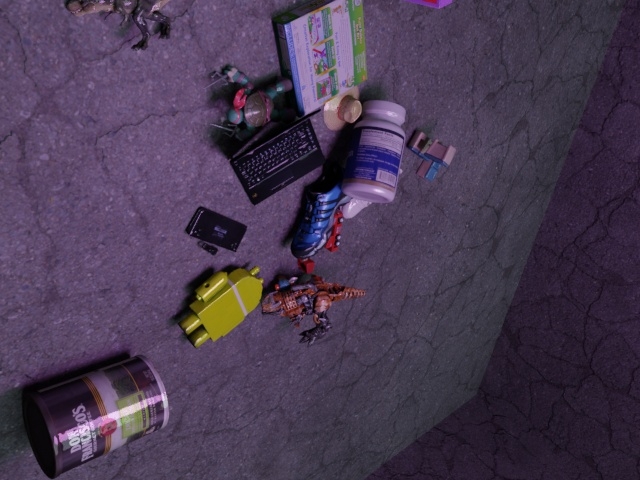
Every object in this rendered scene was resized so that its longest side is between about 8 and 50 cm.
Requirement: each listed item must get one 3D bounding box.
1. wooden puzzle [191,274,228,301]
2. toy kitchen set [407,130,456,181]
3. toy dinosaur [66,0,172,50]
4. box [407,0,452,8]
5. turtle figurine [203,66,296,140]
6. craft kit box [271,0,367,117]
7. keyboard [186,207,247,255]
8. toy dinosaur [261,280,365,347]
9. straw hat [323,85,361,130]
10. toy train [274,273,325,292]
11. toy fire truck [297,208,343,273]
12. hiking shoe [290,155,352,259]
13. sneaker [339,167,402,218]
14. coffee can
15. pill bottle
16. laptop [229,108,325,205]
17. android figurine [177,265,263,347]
[{"bbox_3d":[-0.298,0.135,1.597,0.116,0.014,0.078,-49,143,-9],"label":"wooden puzzle"},{"bbox_3d":[0.388,-0.260,1.926,0.207,0.166,0.122,18,103,-52],"label":"toy kitchen set"},{"bbox_3d":[-0.329,-0.431,1.087,0.268,0.064,0.118,-31,131,-33],"label":"toy dinosaur"},{"bbox_3d":[0.163,-0.646,1.267,0.057,0.293,0.200,-36,140,-34],"label":"box"},{"bbox_3d":[-0.159,-0.306,1.333,0.234,0.118,0.175,-25,134,-43],"label":"turtle figurine"},{"bbox_3d":[0.008,-0.470,1.435,0.247,0.061,0.249,-33,138,-24],"label":"craft kit box"},{"bbox_3d":[-0.274,-0.015,1.502,0.180,0.023,0.108,25,91,-52],"label":"keyboard"},{"bbox_3d":[-0.020,0.200,1.760,0.322,0.164,0.218,7,137,-5],"label":"toy dinosaur"},{"bbox_3d":[0.079,-0.362,1.591,0.145,0.061,0.144,-29,136,-32],"label":"straw hat"},{"bbox_3d":[-0.071,0.126,1.787,0.125,0.046,0.166,-31,154,28],"label":"toy train"},{"bbox_3d":[0.000,0.000,1.796,0.135,0.047,0.191,-19,130,-37],"label":"toy fire truck"},{"bbox_3d":[-0.014,-0.093,1.675,0.132,0.113,0.304,41,75,-46],"label":"hiking shoe"},{"bbox_3d":[0.154,-0.160,1.806,0.235,0.095,0.090,-52,145,-1],"label":"sneaker"},{"bbox_3d":[-0.539,0.414,1.389,0.276,0.202,0.201,-16,128,-42],"label":"coffee can"},{"bbox_3d":[0.156,-0.249,1.620,0.153,0.153,0.264,21,79,-53],"label":"pill bottle"},{"bbox_3d":[-0.090,-0.198,1.430,0.234,0.136,0.264,-32,139,-7],"label":"laptop"},{"bbox_3d":[-0.267,0.178,1.608,0.273,0.056,0.248,-42,149,-19],"label":"android figurine"}]
